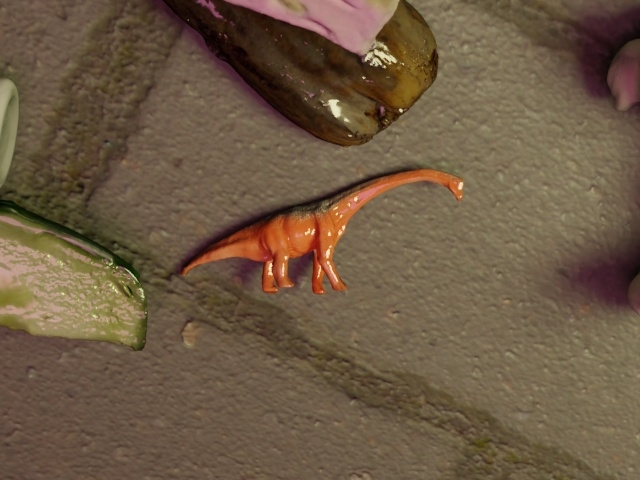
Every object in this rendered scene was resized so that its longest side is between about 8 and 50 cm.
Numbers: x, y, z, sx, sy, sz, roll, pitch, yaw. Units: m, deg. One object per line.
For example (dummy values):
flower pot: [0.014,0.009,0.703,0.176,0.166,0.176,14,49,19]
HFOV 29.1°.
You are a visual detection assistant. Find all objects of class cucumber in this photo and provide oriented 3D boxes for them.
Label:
cucumber: [-0.312,0.018,1.128,0.326,0.105,0.145,12,109,-9]

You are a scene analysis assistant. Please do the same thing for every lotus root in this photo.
lotus root: [-0.040,-0.211,1.054,0.329,0.078,0.167,38,105,-15]

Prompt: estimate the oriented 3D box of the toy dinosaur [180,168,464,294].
toy dinosaur: [0.000,0.000,1.151,0.280,0.055,0.101,-9,89,5]

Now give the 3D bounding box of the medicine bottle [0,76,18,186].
medicine bottle: [-0.365,-0.105,1.076,0.187,0.103,0.102,9,112,-5]

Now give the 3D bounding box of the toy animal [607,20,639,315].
toy animal: [0.373,-0.067,1.072,0.247,0.183,0.310,-13,117,10]

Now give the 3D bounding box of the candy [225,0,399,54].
candy: [-0.045,-0.268,0.942,0.265,0.155,0.116,20,148,-11]
